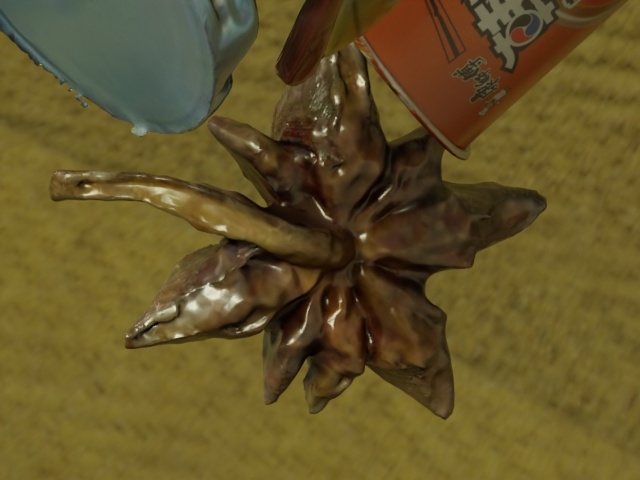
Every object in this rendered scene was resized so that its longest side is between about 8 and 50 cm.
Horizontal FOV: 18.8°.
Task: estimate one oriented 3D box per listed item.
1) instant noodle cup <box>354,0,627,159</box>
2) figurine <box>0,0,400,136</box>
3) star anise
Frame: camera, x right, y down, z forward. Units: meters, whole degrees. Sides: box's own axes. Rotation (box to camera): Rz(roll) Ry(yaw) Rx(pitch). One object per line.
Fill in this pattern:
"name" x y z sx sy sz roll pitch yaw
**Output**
"instant noodle cup" 0.097 -0.208 1.258 0.192 0.250 0.250 -37 92 10
"figurine" -0.003 -0.240 0.836 0.248 0.388 0.277 32 155 31
"star anise" 0.000 -0.002 1.343 0.349 0.292 0.109 46 158 -22
